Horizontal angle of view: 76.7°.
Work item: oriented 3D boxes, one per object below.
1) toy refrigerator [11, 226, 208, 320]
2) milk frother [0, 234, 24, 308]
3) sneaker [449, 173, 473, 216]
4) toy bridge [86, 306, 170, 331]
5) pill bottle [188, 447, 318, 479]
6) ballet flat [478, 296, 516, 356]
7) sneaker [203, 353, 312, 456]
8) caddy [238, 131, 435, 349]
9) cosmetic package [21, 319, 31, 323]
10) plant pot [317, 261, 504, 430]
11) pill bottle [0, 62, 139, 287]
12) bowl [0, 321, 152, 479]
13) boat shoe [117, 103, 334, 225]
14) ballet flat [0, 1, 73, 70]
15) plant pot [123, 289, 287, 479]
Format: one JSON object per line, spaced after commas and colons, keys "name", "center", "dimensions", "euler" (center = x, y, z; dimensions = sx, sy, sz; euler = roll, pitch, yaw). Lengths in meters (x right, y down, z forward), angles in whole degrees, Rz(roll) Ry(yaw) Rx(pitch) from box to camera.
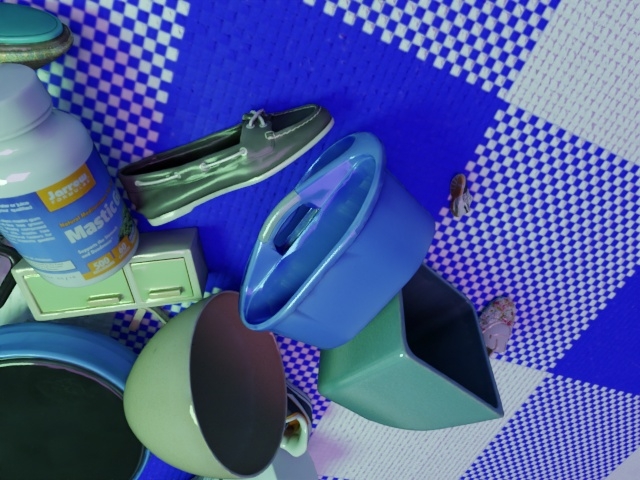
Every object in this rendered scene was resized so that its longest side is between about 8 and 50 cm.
{"name": "toy refrigerator", "center": [-0.338, 0.056, 0.677], "dimensions": [0.270, 0.094, 0.102], "euler": [-6, 118, -5]}
{"name": "milk frother", "center": [-0.564, 0.044, 0.644], "dimensions": [0.129, 0.143, 0.134], "euler": [33, 72, -49]}
{"name": "sneaker", "center": [0.256, -0.084, 0.729], "dimensions": [0.037, 0.032, 0.083], "euler": [-16, 125, -15]}
{"name": "toy bridge", "center": [-0.341, 0.141, 0.760], "dimensions": [0.188, 0.026, 0.063], "euler": [25, 110, -20]}
{"name": "pill bottle", "center": [-0.195, 0.609, 0.924], "dimensions": [0.363, 0.210, 0.210], "euler": [-37, 117, 12]}
{"name": "ballet flat", "center": [0.358, 0.235, 0.883], "dimensions": [0.091, 0.077, 0.241], "euler": [20, 113, -17]}
{"name": "sneaker", "center": [-0.133, 0.330, 0.836], "dimensions": [0.321, 0.127, 0.126], "euler": [40, 107, -23]}
{"name": "caddy", "center": [0.000, 0.000, 0.615], "dimensions": [0.179, 0.241, 0.341], "euler": [30, 109, -26]}
{"name": "cosmetic package", "center": [-0.508, 0.264, 0.781], "dimensions": [0.099, 0.060, 0.239], "euler": [-34, 117, 8]}
{"name": "plant pot", "center": [0.131, 0.205, 0.748], "dimensions": [0.248, 0.247, 0.252], "euler": [36, 124, -23]}
{"name": "pill bottle", "center": [-0.358, -0.074, 0.529], "dimensions": [0.152, 0.152, 0.272], "euler": [-7, 139, -5]}
{"name": "bowl", "center": [-0.475, 0.327, 0.686], "dimensions": [0.391, 0.077, 0.391], "euler": [-5, 111, -12]}
{"name": "boat shoe", "center": [-0.145, -0.130, 0.598], "dimensions": [0.335, 0.112, 0.095], "euler": [-25, 123, 9]}
{"name": "ballet flat", "center": [-0.484, -0.242, 0.498], "dimensions": [0.349, 0.123, 0.123], "euler": [5, 117, -11]}
{"name": "plant pot", "center": [-0.204, 0.246, 0.672], "dimensions": [0.191, 0.284, 0.284], "euler": [-19, 119, 16]}
